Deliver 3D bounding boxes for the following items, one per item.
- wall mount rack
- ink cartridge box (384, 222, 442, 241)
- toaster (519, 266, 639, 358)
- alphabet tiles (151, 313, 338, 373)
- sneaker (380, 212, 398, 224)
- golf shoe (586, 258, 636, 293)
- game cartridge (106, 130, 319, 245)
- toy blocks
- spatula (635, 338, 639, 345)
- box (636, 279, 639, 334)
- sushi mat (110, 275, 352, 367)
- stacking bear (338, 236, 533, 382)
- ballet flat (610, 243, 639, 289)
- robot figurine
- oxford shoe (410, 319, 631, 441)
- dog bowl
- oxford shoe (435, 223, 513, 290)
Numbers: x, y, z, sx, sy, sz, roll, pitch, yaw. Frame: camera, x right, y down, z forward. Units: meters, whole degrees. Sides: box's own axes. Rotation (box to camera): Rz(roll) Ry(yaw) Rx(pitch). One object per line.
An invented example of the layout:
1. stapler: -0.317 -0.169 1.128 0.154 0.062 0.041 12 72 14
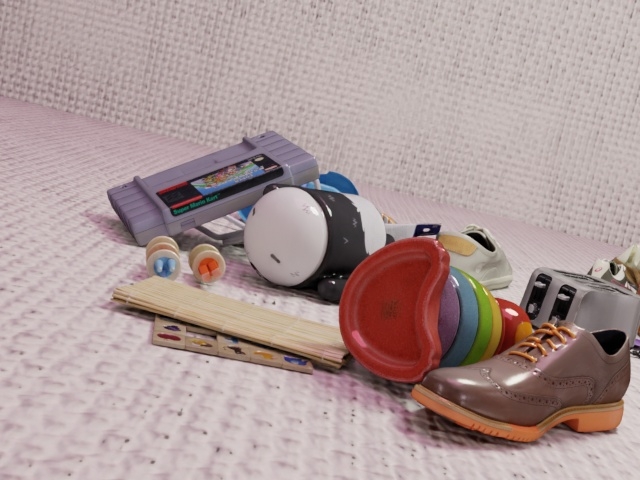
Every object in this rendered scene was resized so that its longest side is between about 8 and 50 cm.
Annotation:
1. wall mount rack: -0.163 -0.062 1.884 0.304 0.131 0.350 -11 3 13
2. ink cartridge box: 0.137 -0.004 1.921 0.223 0.045 0.223 0 -6 6
3. toaster: 0.486 0.129 1.706 0.185 0.110 0.168 10 11 -22
4. alphabet tiles: -0.097 0.124 1.201 0.237 0.009 0.198 12 9 -10
5. sneaker: 0.136 -0.029 2.247 0.083 0.084 0.215 13 7 -39
6. golf shoe: 0.668 0.105 2.101 0.105 0.120 0.273 18 9 32
7. game cartridge: -0.202 -0.107 1.720 0.355 0.068 0.230 -22 23 -17
8. toy blocks: -0.203 0.039 1.408 0.123 0.054 0.148 11 9 -14
9. spatula: 0.620 0.162 1.876 0.084 0.030 0.296 16 21 10
10. box: 0.744 0.121 1.800 0.168 0.215 0.345 14 9 3
11. sushi mat: -0.103 0.102 1.232 0.316 0.019 0.151 15 8 9
12. stacking bear: 0.177 0.113 1.230 0.164 0.175 0.289 -3 -15 44
13. ballet flat: 0.876 0.079 2.535 0.116 0.124 0.342 13 9 -8
14. robot figurine: -0.002 0.000 1.591 0.278 0.174 0.209 4 6 -45
15. oxford shoe: 0.250 0.155 1.120 0.363 0.133 0.130 5 13 -43
16. dog bowl: -0.048 -0.088 2.105 0.297 0.166 0.074 15 -2 11
17. oxford shoe: 0.342 0.030 2.050 0.169 0.130 0.449 15 8 20
